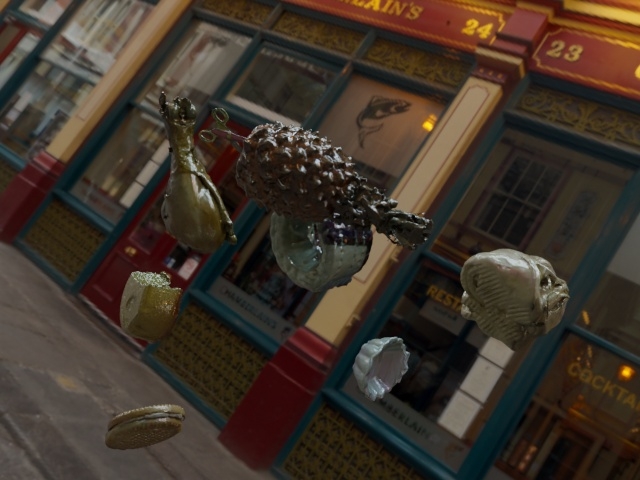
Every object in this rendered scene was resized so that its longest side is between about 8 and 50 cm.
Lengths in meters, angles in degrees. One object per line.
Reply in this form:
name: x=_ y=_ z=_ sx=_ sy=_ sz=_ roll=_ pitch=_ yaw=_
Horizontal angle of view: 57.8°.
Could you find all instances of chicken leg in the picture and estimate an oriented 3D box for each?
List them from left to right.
chicken leg: x=-0.343 y=-0.175 z=1.514 sx=0.202 sy=0.428 sz=0.153 roll=-7 pitch=4 yaw=39

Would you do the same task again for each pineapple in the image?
pineapple: x=0.029 y=-0.086 z=1.022 sx=0.361 sy=0.175 sz=0.175 roll=23 pitch=-10 yaw=4

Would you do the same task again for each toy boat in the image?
toy boat: x=0.177 y=0.372 z=1.738 sx=0.100 sy=0.199 sz=0.290 roll=22 pitch=-1 yaw=33

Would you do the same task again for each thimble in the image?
thimble: x=0.000 y=0.000 z=1.329 sx=0.150 sy=0.237 sz=0.237 roll=-12 pitch=27 yaw=-41

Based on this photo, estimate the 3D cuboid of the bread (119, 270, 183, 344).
bread: x=-0.314 y=0.124 z=1.066 sx=0.086 sy=0.125 sz=0.156 roll=22 pitch=0 yaw=-33

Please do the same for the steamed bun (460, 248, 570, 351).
steamed bun: x=0.534 y=0.131 z=1.584 sx=0.280 sy=0.207 sz=0.267 roll=36 pitch=-38 yaw=37

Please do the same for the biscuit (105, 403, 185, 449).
biscuit: x=-0.561 y=0.600 z=1.860 sx=0.259 sy=0.259 sz=0.079 roll=49 pitch=20 yaw=-60

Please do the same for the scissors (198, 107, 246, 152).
scissors: x=-0.329 y=-0.375 z=2.069 sx=0.187 sy=0.133 sz=0.020 roll=34 pitch=6 yaw=-4
